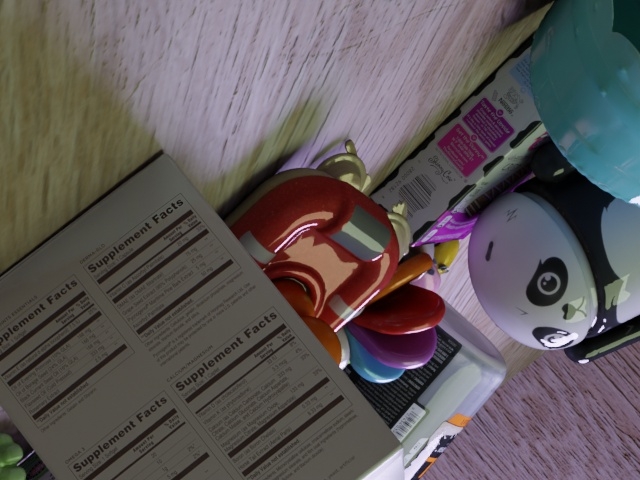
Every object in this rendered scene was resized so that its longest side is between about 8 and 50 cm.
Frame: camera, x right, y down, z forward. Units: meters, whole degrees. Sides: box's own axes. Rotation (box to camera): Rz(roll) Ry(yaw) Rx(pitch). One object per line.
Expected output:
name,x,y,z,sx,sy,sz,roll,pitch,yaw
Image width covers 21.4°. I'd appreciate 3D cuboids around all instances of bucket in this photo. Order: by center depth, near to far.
bucket,0.325,-0.167,1.453,0.281,0.281,0.183,-33,171,-27

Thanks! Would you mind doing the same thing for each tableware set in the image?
tableware set,0.000,0.000,1.476,0.169,0.020,0.141,-34,133,-7

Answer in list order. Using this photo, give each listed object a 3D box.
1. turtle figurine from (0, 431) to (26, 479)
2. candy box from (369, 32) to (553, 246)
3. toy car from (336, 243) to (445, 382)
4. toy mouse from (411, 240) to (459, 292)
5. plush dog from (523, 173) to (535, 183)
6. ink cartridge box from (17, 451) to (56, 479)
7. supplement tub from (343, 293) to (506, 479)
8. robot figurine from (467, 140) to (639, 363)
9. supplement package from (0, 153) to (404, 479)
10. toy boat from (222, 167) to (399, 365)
turtle figurine,-0.267,0.223,1.231,0.275,0.198,0.266,-38,173,15
candy box,0.176,-0.097,1.675,0.233,0.071,0.159,-46,165,20
toy car,0.063,0.071,1.728,0.159,0.136,0.182,-30,147,-40
toy mouse,0.125,0.006,1.829,0.143,0.031,0.161,67,39,-66
plush dog,0.324,-0.111,1.847,0.262,0.211,0.225,-31,141,-32
ink cartridge box,-0.240,0.311,1.467,0.201,0.117,0.278,-40,-156,0
supplement tub,0.052,0.206,1.982,0.316,0.193,0.193,-50,165,9
robot figurine,0.283,-0.001,1.696,0.278,0.209,0.173,-24,170,-18
supplement package,-0.096,0.119,1.210,0.198,0.262,0.199,-38,166,-7
toy boat,-0.030,0.064,1.383,0.231,0.151,0.151,-44,131,14
